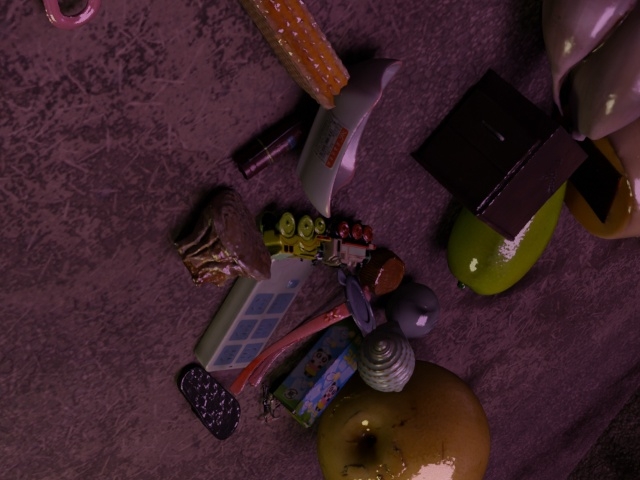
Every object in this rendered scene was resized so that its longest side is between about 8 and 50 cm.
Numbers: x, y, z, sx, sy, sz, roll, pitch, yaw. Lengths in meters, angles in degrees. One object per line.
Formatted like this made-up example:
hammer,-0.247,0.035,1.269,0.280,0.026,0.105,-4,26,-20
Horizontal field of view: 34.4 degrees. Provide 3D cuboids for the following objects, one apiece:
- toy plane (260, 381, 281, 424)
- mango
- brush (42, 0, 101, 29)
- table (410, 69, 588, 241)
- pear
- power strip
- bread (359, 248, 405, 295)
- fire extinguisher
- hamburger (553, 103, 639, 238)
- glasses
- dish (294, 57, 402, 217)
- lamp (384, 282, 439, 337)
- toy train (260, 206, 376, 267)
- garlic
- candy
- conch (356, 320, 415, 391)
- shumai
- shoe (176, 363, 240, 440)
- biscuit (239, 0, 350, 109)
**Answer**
toy plane,-0.089,0.302,1.930,0.049,0.031,0.121,-19,139,-24
mango,0.352,-0.055,1.875,0.192,0.156,0.343,-5,130,-48
brush,-0.258,-0.308,1.019,0.103,0.047,0.233,-27,146,-23
table,0.295,-0.140,1.701,0.193,0.169,0.172,-48,148,10
pear,0.162,0.399,2.037,0.348,0.348,0.348,-28,145,-22
power strip,-0.103,0.105,1.671,0.118,0.046,0.270,5,124,-49
bread,0.106,0.054,1.831,0.085,0.053,0.085,-27,133,-32
fire extinguisher,-0.060,-0.137,1.441,0.132,0.039,0.056,-36,170,-11
hamburger,0.545,-0.147,1.868,0.176,0.300,0.300,-19,143,-12
glasses,-0.035,0.147,1.723,0.268,0.118,0.234,-26,177,4
dish,0.030,-0.155,1.445,0.151,0.077,0.212,-59,174,-57
lamp,0.174,0.131,1.946,0.105,0.105,0.105,-28,145,-22
toy train,0.000,0.000,1.626,0.249,0.053,0.085,6,81,-50
garlic,0.421,-0.313,1.598,0.231,0.246,0.340,18,112,-14
candy,0.006,0.242,1.900,0.194,0.062,0.097,-49,148,-11
conch,0.115,0.210,1.868,0.102,0.135,0.153,9,150,-5
shumai,-0.145,0.007,1.466,0.116,0.146,0.145,-25,150,13
shoe,-0.196,0.267,1.762,0.071,0.049,0.179,-46,132,-18
biscuit,-0.059,-0.283,1.220,0.054,0.094,0.379,-42,147,-1
